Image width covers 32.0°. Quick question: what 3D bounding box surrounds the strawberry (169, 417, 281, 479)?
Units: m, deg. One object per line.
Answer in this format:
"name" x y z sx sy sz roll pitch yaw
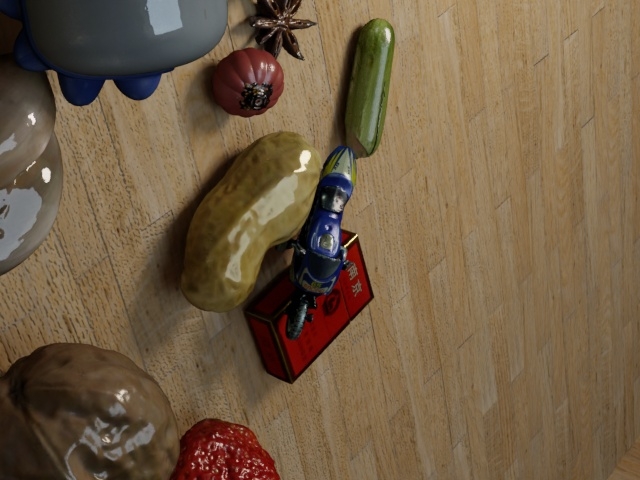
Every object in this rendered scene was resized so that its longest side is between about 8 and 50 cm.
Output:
"strawberry" -0.155 0.414 1.729 0.257 0.257 0.276 1 87 -52

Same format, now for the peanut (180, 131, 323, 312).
"peanut" -0.107 -0.030 1.660 0.305 0.147 0.147 -52 140 -21

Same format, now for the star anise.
"star anise" -0.061 -0.328 1.669 0.141 0.042 0.141 -20 119 -43

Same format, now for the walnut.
"walnut" -0.318 0.260 1.437 0.273 0.227 0.273 -20 118 -43

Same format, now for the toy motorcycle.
"toy motorcycle" 0.000 0.000 1.762 0.169 0.113 0.315 125 -19 -60

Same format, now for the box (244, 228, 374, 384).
"box" -0.014 0.107 1.895 0.240 0.074 0.153 -45 132 -32

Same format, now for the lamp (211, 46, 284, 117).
"lamp" -0.105 -0.228 1.616 0.108 0.092 0.107 -17 141 -14

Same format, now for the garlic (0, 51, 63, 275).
"garlic" -0.405 -0.082 1.266 0.325 0.132 0.279 -39 134 -31

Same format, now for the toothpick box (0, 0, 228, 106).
"toothpick box" -0.240 -0.331 1.248 0.263 0.263 0.354 -23 113 -45

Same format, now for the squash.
"squash" 0.081 -0.251 1.864 0.069 0.069 0.238 -7 108 -51
